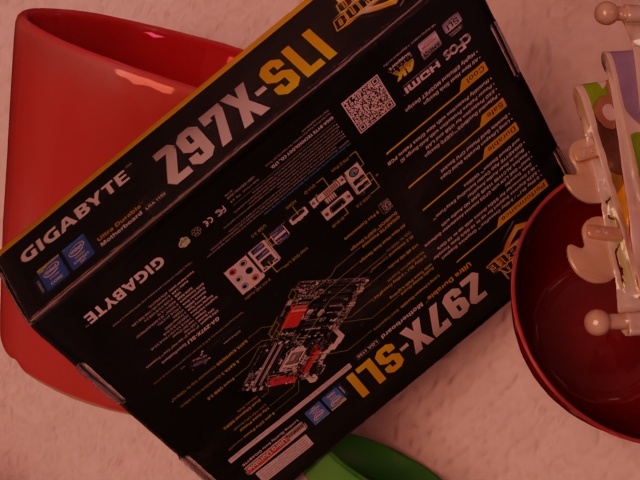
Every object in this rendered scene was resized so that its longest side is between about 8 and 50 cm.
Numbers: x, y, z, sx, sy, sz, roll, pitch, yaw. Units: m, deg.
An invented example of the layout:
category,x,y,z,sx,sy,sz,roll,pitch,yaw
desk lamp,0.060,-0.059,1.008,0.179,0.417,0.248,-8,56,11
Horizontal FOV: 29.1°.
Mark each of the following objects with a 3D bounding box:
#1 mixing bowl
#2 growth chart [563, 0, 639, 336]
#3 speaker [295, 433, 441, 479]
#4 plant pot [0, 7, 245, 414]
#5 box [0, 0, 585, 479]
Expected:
category,x,y,z,sx,sy,sz,roll,pitch,yaw
mixing bowl,0.197,0.051,0.800,0.181,0.098,0.181,3,71,-8
growth chart,0.234,-0.050,0.775,0.172,0.021,0.237,6,72,-6
speaker,-0.013,0.293,0.891,0.131,0.131,0.297,29,99,27
plant pot,-0.115,-0.018,0.914,0.275,0.275,0.243,25,107,27
box,0.000,0.000,0.784,0.322,0.257,0.079,-40,45,-2
